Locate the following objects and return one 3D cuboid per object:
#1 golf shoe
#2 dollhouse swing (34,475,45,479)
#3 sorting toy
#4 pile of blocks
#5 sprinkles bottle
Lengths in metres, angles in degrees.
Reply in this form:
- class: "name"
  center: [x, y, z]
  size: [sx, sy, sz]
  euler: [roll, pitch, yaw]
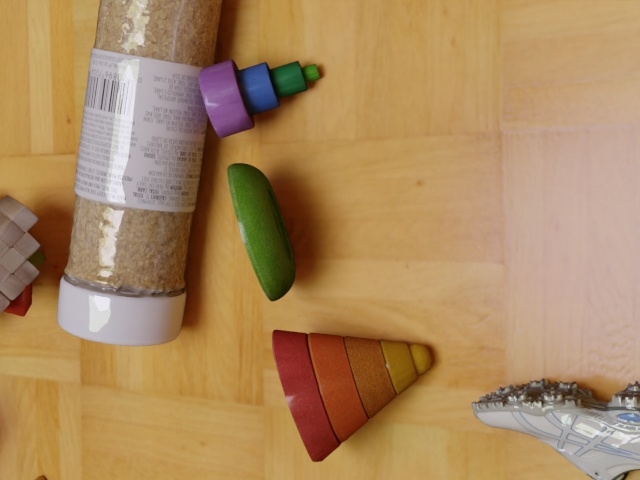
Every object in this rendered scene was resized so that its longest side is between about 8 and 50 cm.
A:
- class: "golf shoe"
  center: [0.197, 0.151, 0.805]
  size: [0.176, 0.069, 0.086]
  euler: [-1, 97, 35]
- class: "dollhouse swing"
  center: [-0.429, 0.484, 1.102]
  size: [0.347, 0.305, 0.315]
  euler: [-45, 68, 28]
- class: "sorting toy"
  center: [0.000, 0.000, 0.929]
  size: [0.126, 0.127, 0.365]
  euler: [-17, 79, 4]
- class: "pile of blocks"
  center: [-0.402, 0.043, 1.199]
  size: [0.362, 0.149, 0.112]
  euler: [-11, 129, 43]
- class: "sprinkles bottle"
  center: [-0.170, -0.083, 1.008]
  size: [0.121, 0.121, 0.355]
  euler: [15, 100, 33]
